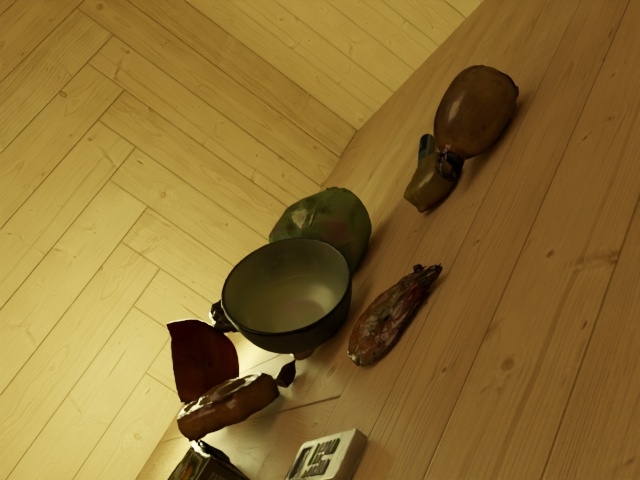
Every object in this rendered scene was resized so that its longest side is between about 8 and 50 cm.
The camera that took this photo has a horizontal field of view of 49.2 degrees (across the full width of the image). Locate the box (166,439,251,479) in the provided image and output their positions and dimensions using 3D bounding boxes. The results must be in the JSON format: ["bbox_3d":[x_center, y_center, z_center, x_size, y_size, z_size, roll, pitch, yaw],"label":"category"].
[{"bbox_3d":[-0.353,0.708,1.707,0.420,0.138,0.373,-57,9,-17],"label":"box"}]

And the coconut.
[{"bbox_3d":[0.000,0.000,2.120,0.328,0.281,0.328,-16,37,12],"label":"coconut"}]

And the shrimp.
[{"bbox_3d":[0.152,0.149,1.439,0.294,0.062,0.154,-53,20,26],"label":"shrimp"}]

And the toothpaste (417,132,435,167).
[{"bbox_3d":[0.325,-0.266,2.156,0.069,0.047,0.268,-35,21,29],"label":"toothpaste"}]

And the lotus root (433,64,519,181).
[{"bbox_3d":[0.352,-0.278,1.670,0.310,0.183,0.183,-62,10,-12],"label":"lotus root"}]

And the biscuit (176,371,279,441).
[{"bbox_3d":[-0.259,0.447,1.931,0.296,0.102,0.296,-23,0,0],"label":"biscuit"}]

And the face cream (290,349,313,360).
[{"bbox_3d":[-0.062,0.296,2.014,0.084,0.057,0.198,-48,9,-7],"label":"face cream"}]

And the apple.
[{"bbox_3d":[-0.422,0.456,2.434,0.295,0.329,0.365,-53,29,24],"label":"apple"}]

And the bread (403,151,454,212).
[{"bbox_3d":[0.286,-0.148,1.769,0.156,0.086,0.125,-59,16,-9],"label":"bread"}]

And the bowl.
[{"bbox_3d":[-0.073,0.176,1.886,0.185,0.354,0.354,73,-147,-41],"label":"bowl"}]

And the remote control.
[{"bbox_3d":[0.003,0.410,1.287,0.103,0.034,0.250,-59,9,-31],"label":"remote control"}]

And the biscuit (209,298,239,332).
[{"bbox_3d":[-0.233,0.240,2.470,0.332,0.103,0.332,-12,9,2],"label":"biscuit"}]

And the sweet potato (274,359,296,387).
[{"bbox_3d":[-0.089,0.363,1.934,0.049,0.049,0.117,-48,4,36],"label":"sweet potato"}]
